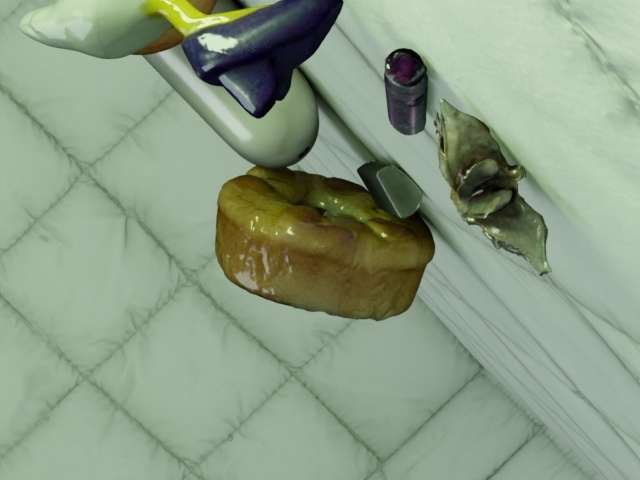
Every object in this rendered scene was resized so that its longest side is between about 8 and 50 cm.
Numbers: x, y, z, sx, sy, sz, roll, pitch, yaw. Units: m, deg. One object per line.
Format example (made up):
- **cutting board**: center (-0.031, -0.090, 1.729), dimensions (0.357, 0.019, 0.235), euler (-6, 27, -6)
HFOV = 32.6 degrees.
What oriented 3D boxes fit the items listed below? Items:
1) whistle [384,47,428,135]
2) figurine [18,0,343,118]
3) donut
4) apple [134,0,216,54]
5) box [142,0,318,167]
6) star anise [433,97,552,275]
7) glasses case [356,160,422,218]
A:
- **whistle**: center (0.066, -0.111, 0.846), dimensions (0.033, 0.033, 0.176), euler (47, 180, 8)
- **figurine**: center (-0.169, -0.248, 0.793), dimensions (0.421, 0.193, 0.154), euler (51, -177, 1)
- **donut**: center (0.000, 0.000, 1.585), dimensions (0.317, 0.150, 0.299), euler (25, -163, 24)
- **apple**: center (-0.208, -0.307, 1.224), dimensions (0.209, 0.164, 0.209), euler (53, 171, 12)
- **box**: center (-0.143, -0.246, 1.506), dimensions (0.349, 0.141, 0.289), euler (47, -179, 1)
- **star anise**: center (0.126, -0.027, 0.777), dimensions (0.129, 0.056, 0.124), euler (64, -170, 27)
- **glasses case**: center (0.089, -0.072, 1.458), dimensions (0.072, 0.042, 0.190), euler (51, 179, -8)
